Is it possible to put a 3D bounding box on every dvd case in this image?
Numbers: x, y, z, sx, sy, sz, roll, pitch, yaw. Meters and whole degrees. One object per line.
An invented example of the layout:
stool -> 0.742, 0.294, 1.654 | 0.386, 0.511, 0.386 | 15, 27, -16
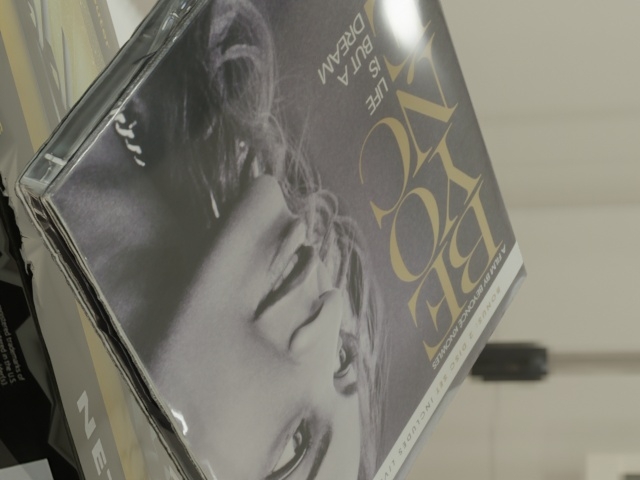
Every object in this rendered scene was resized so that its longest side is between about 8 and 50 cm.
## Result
dvd case -> 0.000, 0.000, 0.593 | 0.164, 0.018, 0.221 | -56, 144, -28

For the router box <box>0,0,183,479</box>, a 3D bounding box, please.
router box -> -0.113, -0.015, 0.651 | 0.243, 0.081, 0.309 | -80, 156, -76
